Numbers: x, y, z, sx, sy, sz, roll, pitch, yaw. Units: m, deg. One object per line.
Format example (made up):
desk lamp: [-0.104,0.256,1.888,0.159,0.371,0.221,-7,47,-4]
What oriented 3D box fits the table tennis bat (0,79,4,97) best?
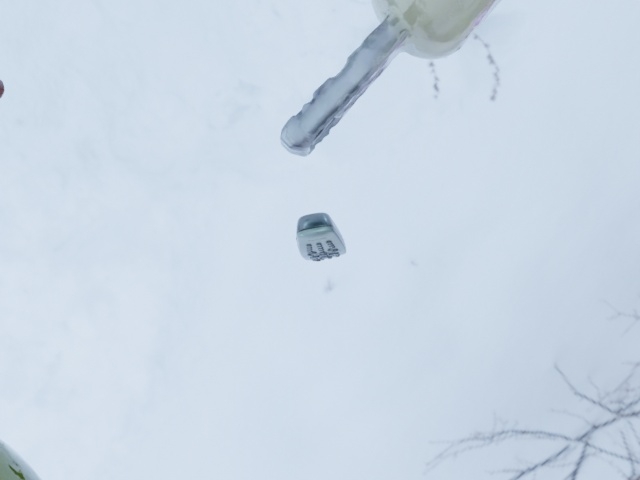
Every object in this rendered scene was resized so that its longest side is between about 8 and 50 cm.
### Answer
table tennis bat: [-0.754,-0.290,1.501,0.051,0.268,0.415,-57,167,19]

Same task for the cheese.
cheese: [0.047,-0.101,0.326,0.047,0.092,0.171,43,108,2]

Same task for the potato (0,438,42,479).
potato: [-0.326,0.301,0.731,0.216,0.216,0.304,-39,105,-1]

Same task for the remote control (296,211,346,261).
remote control: [0.000,0.000,1.244,0.072,0.042,0.222,-9,168,3]
